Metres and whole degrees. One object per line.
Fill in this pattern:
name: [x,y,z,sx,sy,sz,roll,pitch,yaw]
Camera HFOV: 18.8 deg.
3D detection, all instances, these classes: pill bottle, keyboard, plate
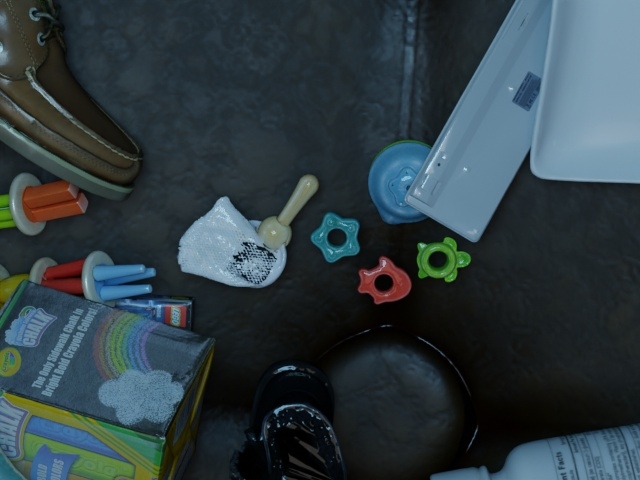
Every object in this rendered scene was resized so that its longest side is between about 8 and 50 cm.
pill bottle: [0.238,0.233,1.568,0.283,0.160,0.160,-10,99,3]
keyboard: [0.159,-0.125,1.562,0.072,0.014,0.256,30,89,-18]
plate: [0.315,-0.177,1.535,0.277,0.045,0.278,3,111,-3]

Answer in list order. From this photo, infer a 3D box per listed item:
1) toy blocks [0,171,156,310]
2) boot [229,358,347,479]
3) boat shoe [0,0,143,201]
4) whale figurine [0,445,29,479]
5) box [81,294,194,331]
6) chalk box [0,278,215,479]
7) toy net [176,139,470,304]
toy blocks: [-0.210,0.003,1.563,0.148,0.054,0.123,-7,100,22]
boot: [-0.032,0.228,1.545,0.094,0.207,0.246,7,100,-1]
boat shoe: [-0.252,-0.156,1.532,0.307,0.111,0.104,38,99,-6]
whale figurine: [-0.351,0.216,1.451,0.272,0.141,0.216,-24,99,21]
box: [-0.155,0.113,1.617,0.094,0.027,0.137,4,100,2]
chalk box: [-0.208,0.131,1.522,0.213,0.132,0.132,16,129,7]
toy net: [0.000,0.000,1.592,0.232,0.045,0.122,-14,101,4]
